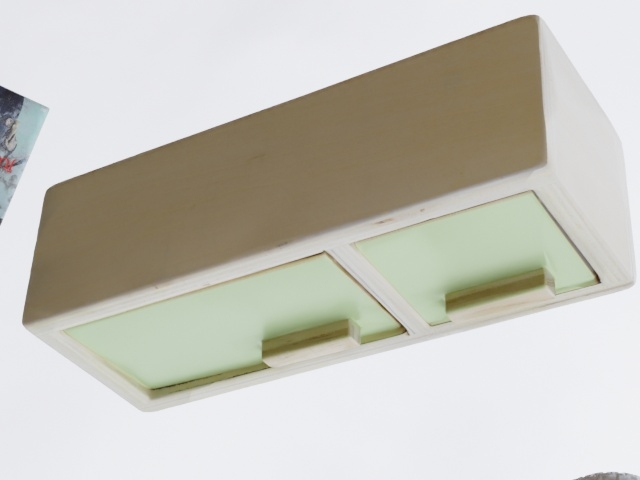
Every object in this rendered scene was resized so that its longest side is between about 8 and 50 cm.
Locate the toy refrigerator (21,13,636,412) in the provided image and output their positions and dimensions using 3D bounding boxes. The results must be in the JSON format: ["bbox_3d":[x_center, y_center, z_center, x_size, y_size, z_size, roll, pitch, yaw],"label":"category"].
[{"bbox_3d":[0.000,0.000,0.675,0.270,0.102,0.094,-17,-129,25],"label":"toy refrigerator"}]

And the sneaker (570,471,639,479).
[{"bbox_3d":[0.195,0.383,1.292,0.366,0.137,0.210,-52,-145,37],"label":"sneaker"}]

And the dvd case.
[{"bbox_3d":[-0.306,-0.083,1.298,0.013,0.087,0.119,7,-107,63],"label":"dvd case"}]
